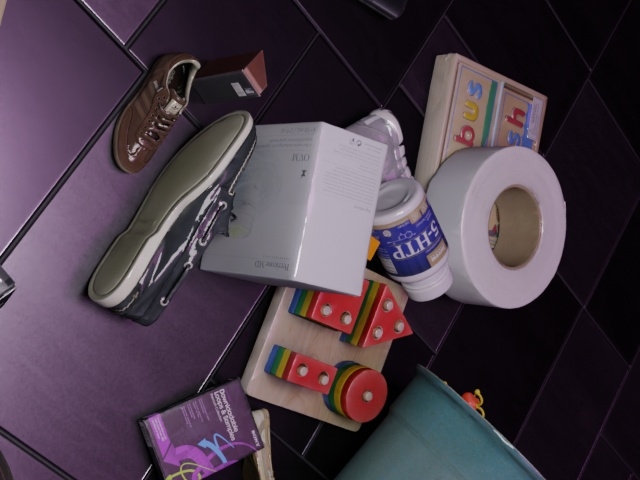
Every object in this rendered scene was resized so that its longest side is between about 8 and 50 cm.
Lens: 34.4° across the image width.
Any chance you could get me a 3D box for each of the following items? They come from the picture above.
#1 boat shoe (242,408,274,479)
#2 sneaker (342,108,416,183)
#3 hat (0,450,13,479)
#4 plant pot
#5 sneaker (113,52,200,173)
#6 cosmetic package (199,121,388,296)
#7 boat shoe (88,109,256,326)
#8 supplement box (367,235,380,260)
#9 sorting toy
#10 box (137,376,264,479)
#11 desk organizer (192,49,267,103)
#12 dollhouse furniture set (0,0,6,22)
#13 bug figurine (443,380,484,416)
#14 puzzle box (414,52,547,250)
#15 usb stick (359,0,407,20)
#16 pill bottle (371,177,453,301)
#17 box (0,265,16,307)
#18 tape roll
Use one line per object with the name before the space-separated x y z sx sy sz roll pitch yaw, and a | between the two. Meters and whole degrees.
boat shoe | -0.091 0.337 1.595 0.048 0.056 0.152 -12 93 -35
sneaker | 0.087 -0.093 1.712 0.132 0.086 0.228 -25 102 -29
hat | -0.513 0.310 1.177 0.331 0.134 0.331 0 90 -35
plant pot | 0.156 0.428 1.619 0.334 0.341 0.341 -43 121 -6
sneaker | -0.226 -0.181 1.434 0.066 0.071 0.188 31 73 -38
cosmetic package | -0.042 -0.046 1.500 0.138 0.224 0.224 13 84 -41
boat shoe | -0.180 -0.026 1.450 0.113 0.127 0.340 45 66 -34
supplement box | 0.037 -0.004 1.626 0.062 0.098 0.036 38 74 -35
sorting toy | 0.033 0.162 1.651 0.256 0.089 0.257 26 81 -39
box | -0.172 0.282 1.510 0.162 0.029 0.116 -22 95 -29
desk organizer | -0.125 -0.234 1.480 0.050 0.130 0.047 -51 122 -28
dollhouse furniture set | -0.452 -0.271 1.185 0.123 0.151 0.144 19 78 -40
bug figurine | 0.231 0.408 1.863 0.216 0.072 0.278 -22 107 -37
puzzle box | 0.282 -0.107 1.888 0.272 0.052 0.408 14 84 -39
usb stick | 0.040 -0.441 1.665 0.278 0.045 0.077 22 86 -39
pill bottle | 0.144 0.003 1.667 0.112 0.112 0.186 -47 125 -28
box | -0.572 0.055 1.063 0.318 0.097 0.395 50 59 -4
tape roll | 0.307 -0.025 1.814 0.286 0.100 0.286 -3 94 -40
